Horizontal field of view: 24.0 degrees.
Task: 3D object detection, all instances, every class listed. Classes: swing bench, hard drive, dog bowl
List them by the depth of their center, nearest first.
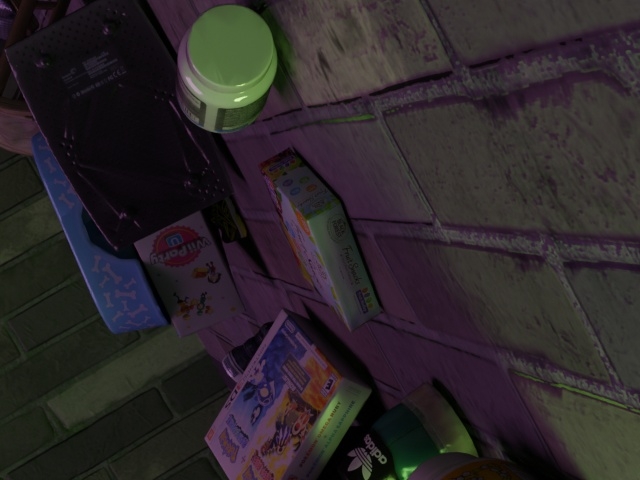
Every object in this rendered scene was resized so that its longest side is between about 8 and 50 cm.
[{"bbox_3d":[-0.217,-0.135,1.659,0.255,0.172,0.054,62,-168,-10],"label":"hard drive"},{"bbox_3d":[-0.276,-0.018,1.876,0.166,0.074,0.297,-137,24,-86],"label":"dog bowl"},{"bbox_3d":[-0.412,-0.256,1.965,0.253,0.165,0.255,127,144,-78],"label":"swing bench"}]

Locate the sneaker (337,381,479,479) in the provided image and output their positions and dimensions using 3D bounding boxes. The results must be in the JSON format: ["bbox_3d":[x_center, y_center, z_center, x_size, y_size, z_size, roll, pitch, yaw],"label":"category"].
[{"bbox_3d":[0.087,0.248,1.371,0.108,0.121,0.302,50,167,41],"label":"sneaker"}]

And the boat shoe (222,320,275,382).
[{"bbox_3d":[-0.048,0.156,1.966,0.065,0.083,0.183,56,-164,23],"label":"boat shoe"}]

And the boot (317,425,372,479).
[{"bbox_3d":[0.073,0.355,1.719,0.284,0.138,0.377,57,161,-19],"label":"boot"}]

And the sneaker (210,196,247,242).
[{"bbox_3d":[-0.121,-0.034,1.829,0.083,0.035,0.031,59,169,-7],"label":"sneaker"}]

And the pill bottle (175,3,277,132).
[{"bbox_3d":[-0.074,-0.135,1.182,0.078,0.078,0.137,59,170,4],"label":"pill bottle"}]

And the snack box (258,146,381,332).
[{"bbox_3d":[0.000,0.000,1.323,0.100,0.037,0.141,47,164,48],"label":"snack box"}]

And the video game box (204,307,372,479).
[{"bbox_3d":[-0.041,0.195,1.677,0.048,0.187,0.205,25,-172,-27],"label":"video game box"}]

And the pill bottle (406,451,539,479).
[{"bbox_3d":[0.132,0.227,1.095,0.118,0.117,0.208,63,170,-18],"label":"pill bottle"}]

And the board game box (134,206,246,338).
[{"bbox_3d":[-0.204,-0.064,1.874,0.224,0.097,0.303,-113,0,-55],"label":"board game box"}]
